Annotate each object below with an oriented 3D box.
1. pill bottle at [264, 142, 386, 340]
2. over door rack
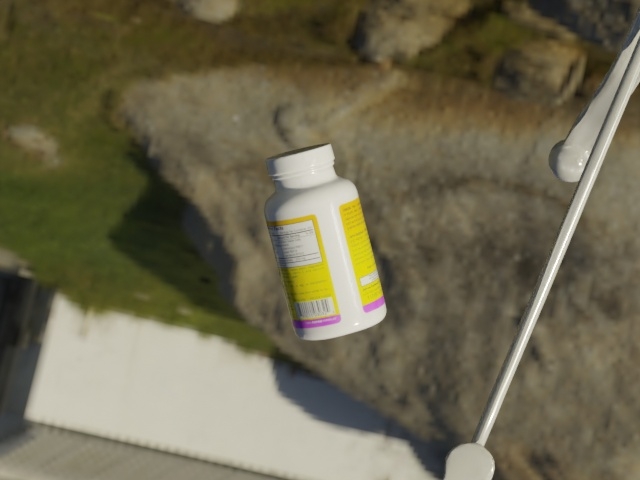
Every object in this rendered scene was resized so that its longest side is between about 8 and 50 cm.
[{"bbox_3d":[0.000,0.000,0.730,0.043,0.083,0.043,-13,-173,2],"label":"pill bottle"},{"bbox_3d":[0.207,0.036,0.743,0.240,0.324,0.108,22,171,3],"label":"over door rack"}]
